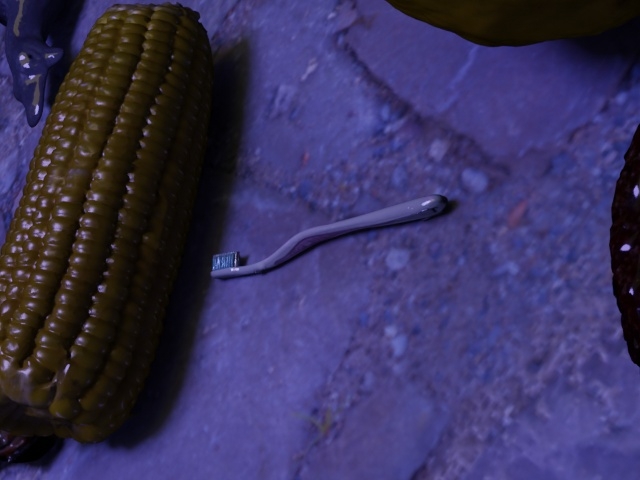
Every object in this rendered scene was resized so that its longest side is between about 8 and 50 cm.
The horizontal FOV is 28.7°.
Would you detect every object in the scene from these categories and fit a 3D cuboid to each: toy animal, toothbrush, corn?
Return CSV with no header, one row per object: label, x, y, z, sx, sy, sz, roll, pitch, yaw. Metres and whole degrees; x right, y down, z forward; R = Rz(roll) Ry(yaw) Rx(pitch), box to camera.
toy animal,-0.301,-0.276,1.251,0.205,0.081,0.367,-60,39,14
toothbrush,0.000,0.000,0.829,0.204,0.017,0.022,-16,74,39
corn,-0.158,-0.024,0.918,0.131,0.131,0.344,-12,58,40

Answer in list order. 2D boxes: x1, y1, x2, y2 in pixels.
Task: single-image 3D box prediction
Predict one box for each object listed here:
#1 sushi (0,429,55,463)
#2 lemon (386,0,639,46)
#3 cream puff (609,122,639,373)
sushi,-0.298,0.126,0.980,0.226,0.097,0.103,-9,59,39
lemon,0.100,-0.255,0.701,0.316,0.285,0.285,38,94,28
cream puff,0.234,-0.003,0.481,0.239,0.165,0.239,-23,53,35
